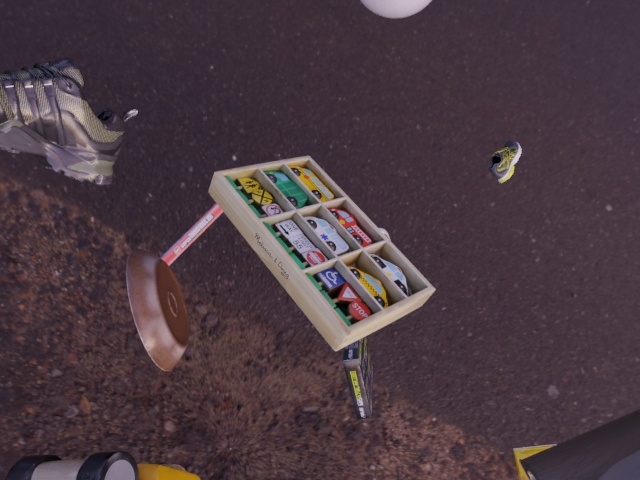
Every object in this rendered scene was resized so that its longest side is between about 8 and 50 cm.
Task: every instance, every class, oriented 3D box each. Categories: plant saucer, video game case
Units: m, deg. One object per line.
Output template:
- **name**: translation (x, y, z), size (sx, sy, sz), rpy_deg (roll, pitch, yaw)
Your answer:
- **plant saucer**: translation (-0.248, 0.104, 0.879), size (0.036, 0.199, 0.199), rpy_deg (-17, 73, 0)
- **video game case**: translation (-0.299, 0.001, 1.229), size (0.025, 0.204, 0.285), rpy_deg (46, 65, -11)

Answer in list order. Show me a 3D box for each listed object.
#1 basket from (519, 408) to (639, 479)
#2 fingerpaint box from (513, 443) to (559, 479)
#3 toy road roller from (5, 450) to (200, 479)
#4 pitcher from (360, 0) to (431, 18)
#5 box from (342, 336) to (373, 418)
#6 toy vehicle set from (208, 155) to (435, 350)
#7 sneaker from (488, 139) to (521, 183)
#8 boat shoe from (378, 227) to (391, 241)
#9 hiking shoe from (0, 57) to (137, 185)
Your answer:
- **basket**: translation (0.386, 0.284, 0.653), size (0.226, 0.204, 0.154), rpy_deg (-31, 105, 2)
- **fingerpaint box**: translation (0.596, 0.683, 1.304), size (0.163, 0.444, 0.372), rpy_deg (-15, 64, 23)
- **toy road roller**: translation (-0.367, 0.492, 0.928), size (0.202, 0.329, 0.241), rpy_deg (-9, 61, 19)
- **pitcher**: translation (0.070, -0.364, 0.703), size (0.177, 0.207, 0.126), rpy_deg (23, 105, 6)
- **box**: translation (0.095, 0.309, 1.388), size (0.045, 0.184, 0.191), rpy_deg (-11, 27, 12)
- **toy vehicle set**: translation (0.000, 0.000, 0.702), size (0.165, 0.035, 0.267), rpy_deg (-19, 59, -43)
- **sneaker**: translation (0.277, -0.126, 0.840), size (0.035, 0.031, 0.083), rpy_deg (35, 55, -16)
- **boat shoe**: translation (0.194, 0.061, 1.590), size (0.095, 0.255, 0.079), rpy_deg (-13, 53, 14)
- **hiking shoe**: translation (-0.300, -0.143, 0.564), size (0.086, 0.226, 0.114), rpy_deg (17, 83, 38)
